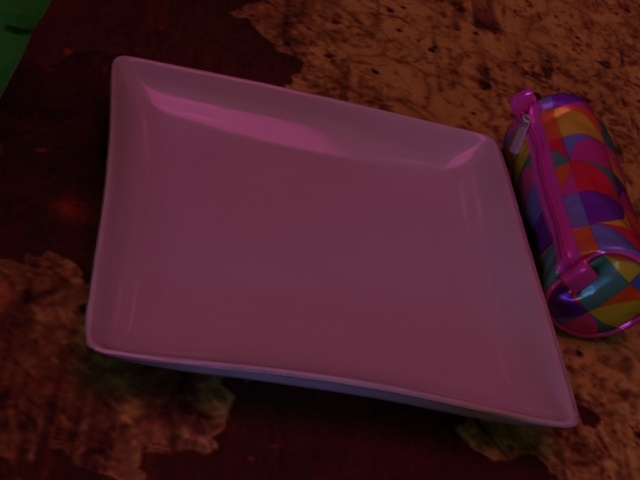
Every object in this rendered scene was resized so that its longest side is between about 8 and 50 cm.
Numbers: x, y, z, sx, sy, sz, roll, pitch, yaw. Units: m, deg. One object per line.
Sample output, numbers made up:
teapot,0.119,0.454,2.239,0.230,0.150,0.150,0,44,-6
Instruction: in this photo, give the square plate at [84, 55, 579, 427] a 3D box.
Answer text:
square plate,0.000,0.000,0.968,0.347,0.049,0.344,11,39,-14

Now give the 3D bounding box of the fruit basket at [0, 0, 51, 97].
fruit basket,-0.354,-0.229,0.816,0.392,0.392,0.283,6,40,-19

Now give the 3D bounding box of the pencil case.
pencil case,0.212,-0.028,1.064,0.104,0.104,0.236,10,38,-14
